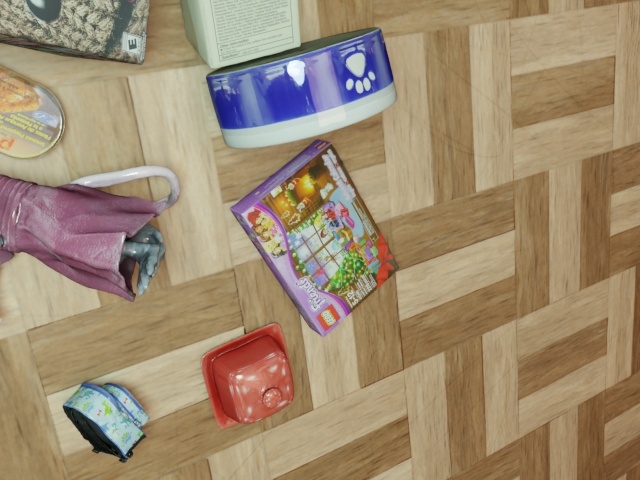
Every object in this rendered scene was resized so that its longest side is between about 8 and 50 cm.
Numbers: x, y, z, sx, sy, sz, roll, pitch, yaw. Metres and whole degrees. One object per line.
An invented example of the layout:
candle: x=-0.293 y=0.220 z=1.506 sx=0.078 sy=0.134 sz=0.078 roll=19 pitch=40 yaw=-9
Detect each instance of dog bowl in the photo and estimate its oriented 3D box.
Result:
dog bowl: x=-0.027 y=-0.225 z=0.936 sx=0.264 sy=0.265 sz=0.104 roll=-25 pitch=112 yaw=-24

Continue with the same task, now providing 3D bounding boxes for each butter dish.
butter dish: x=-0.105 y=0.248 z=1.102 sx=0.160 sy=0.118 sz=0.160 roll=-21 pitch=112 yaw=-25

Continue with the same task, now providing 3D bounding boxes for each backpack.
backpack: x=-0.328 y=0.266 z=0.982 sx=0.084 sy=0.105 sz=0.114 roll=-54 pitch=125 yaw=-36

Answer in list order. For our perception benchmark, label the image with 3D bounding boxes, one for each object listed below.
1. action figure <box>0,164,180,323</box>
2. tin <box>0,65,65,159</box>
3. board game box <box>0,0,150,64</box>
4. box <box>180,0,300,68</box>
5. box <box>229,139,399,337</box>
action figure: x=-0.381 y=-0.042 z=0.813 sx=0.370 sy=0.248 sz=0.276 roll=17 pitch=58 yaw=-10
tin: x=-0.433 y=-0.176 z=0.837 sx=0.189 sy=0.040 sz=0.106 roll=25 pitch=85 yaw=-34
board game box: x=-0.333 y=-0.338 z=0.712 sx=0.291 sy=0.141 sz=0.232 roll=-15 pitch=115 yaw=-65
box: x=-0.121 y=-0.406 z=0.846 sx=0.148 sy=0.121 sz=0.311 roll=-19 pitch=134 yaw=-18
box: x=0.000 y=0.000 z=1.136 sx=0.201 sy=0.057 sz=0.293 roll=-41 pitch=120 yaw=-16
